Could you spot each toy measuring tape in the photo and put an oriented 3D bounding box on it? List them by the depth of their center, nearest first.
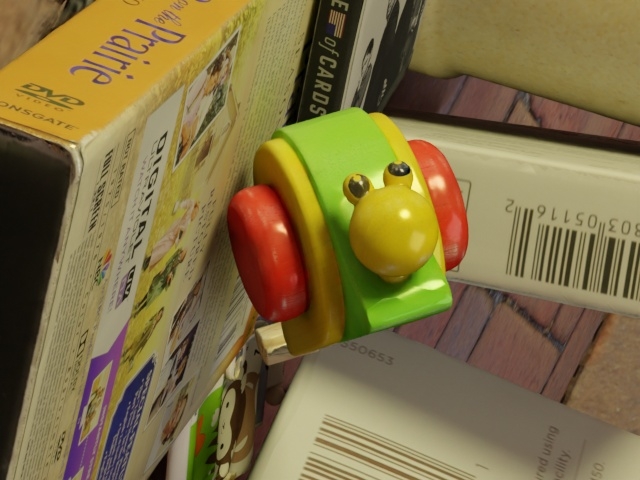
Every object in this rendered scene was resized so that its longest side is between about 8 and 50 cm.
[{"bbox_3d":[0.000,0.000,0.980,0.121,0.121,0.330,-59,-174,-12],"label":"toy measuring tape"}]

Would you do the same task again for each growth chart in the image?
[{"bbox_3d":[-0.062,0.110,1.229,0.237,0.021,0.172,-58,155,-56],"label":"growth chart"}]

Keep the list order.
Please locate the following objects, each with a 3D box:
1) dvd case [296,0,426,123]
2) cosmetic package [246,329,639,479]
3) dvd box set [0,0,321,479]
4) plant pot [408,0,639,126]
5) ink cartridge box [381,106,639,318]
[{"bbox_3d":[0.037,-0.153,1.027,0.179,0.030,0.238,-60,166,-50],"label":"dvd case"},{"bbox_3d":[0.058,0.330,1.292,0.393,0.327,0.329,112,1,-47],"label":"cosmetic package"},{"bbox_3d":[-0.090,0.005,0.912,0.420,0.062,0.307,-55,164,-60],"label":"dvd box set"},{"bbox_3d":[0.220,-0.203,1.206,0.334,0.305,0.334,-52,158,-30],"label":"plant pot"},{"bbox_3d":[0.159,-0.027,1.267,0.385,0.308,0.091,-9,108,-68],"label":"ink cartridge box"}]
